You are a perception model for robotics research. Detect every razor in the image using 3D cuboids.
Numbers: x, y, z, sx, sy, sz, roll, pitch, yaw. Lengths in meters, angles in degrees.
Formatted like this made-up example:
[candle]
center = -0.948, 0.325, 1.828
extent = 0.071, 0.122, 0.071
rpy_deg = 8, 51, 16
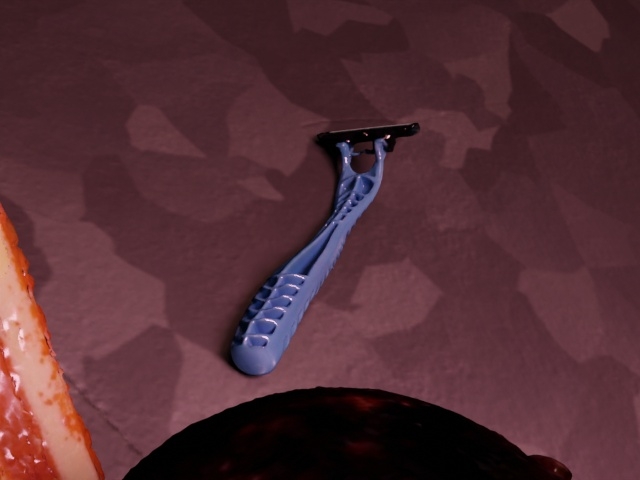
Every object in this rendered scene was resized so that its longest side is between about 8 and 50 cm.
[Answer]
[razor]
center = 0.000, 0.000, 0.897
extent = 0.082, 0.042, 0.253
rpy_deg = -4, 35, 28

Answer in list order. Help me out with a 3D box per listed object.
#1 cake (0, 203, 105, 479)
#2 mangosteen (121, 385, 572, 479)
[cake]
center = -0.180, 0.100, 0.624
extent = 0.262, 0.159, 0.158
rpy_deg = 45, 42, 14
[mangosteen]
center = 0.013, 0.223, 0.545
extent = 0.297, 0.313, 0.297
rpy_deg = 22, 2, -1
